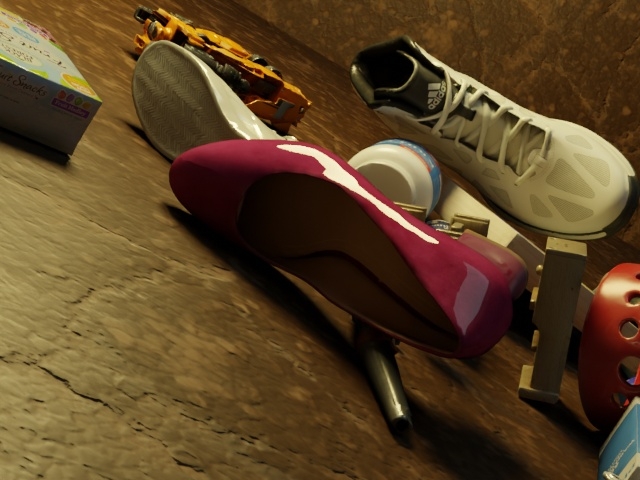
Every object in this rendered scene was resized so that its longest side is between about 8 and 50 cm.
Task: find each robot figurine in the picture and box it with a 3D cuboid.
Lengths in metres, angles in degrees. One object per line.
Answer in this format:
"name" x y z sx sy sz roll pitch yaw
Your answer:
"robot figurine" -0.154 -0.256 1.916 0.291 0.085 0.211 18 18 -48

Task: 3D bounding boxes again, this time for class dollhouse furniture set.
"dollhouse furniture set" 0.155 0.065 1.404 0.242 0.161 0.212 11 9 10

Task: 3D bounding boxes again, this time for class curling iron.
"curling iron" 0.061 0.103 1.162 0.068 0.035 0.274 29 13 -10

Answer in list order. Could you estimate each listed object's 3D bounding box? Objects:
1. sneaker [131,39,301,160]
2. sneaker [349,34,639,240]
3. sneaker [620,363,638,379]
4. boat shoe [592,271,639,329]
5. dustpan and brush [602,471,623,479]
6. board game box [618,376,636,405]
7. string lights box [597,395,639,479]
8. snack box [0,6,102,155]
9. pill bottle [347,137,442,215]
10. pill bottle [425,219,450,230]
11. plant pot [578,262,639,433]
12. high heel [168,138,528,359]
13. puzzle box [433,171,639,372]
"sneaker" -0.091 -0.109 1.486 0.292 0.108 0.169 50 18 28
"sneaker" 0.212 -0.142 1.780 0.447 0.169 0.257 32 9 31
"sneaker" 0.428 0.147 1.773 0.098 0.069 0.038 39 14 30
"boat shoe" 0.479 0.087 1.795 0.109 0.098 0.302 38 -15 -19
"dustpan and brush" 0.274 0.264 0.989 0.147 0.060 0.211 21 17 -41
"board game box" 0.456 0.201 1.457 0.210 0.160 0.047 -122 -167 -64
"string lights box" 0.330 0.236 1.190 0.133 0.076 0.260 33 13 9
"snack box" -0.328 -0.180 1.256 0.174 0.070 0.207 22 17 -37
"pill bottle" 0.090 -0.066 1.672 0.124 0.124 0.221 32 12 4
"pill bottle" 0.151 0.011 1.650 0.067 0.067 0.120 30 13 -5
"plant pot" 0.391 0.126 1.376 0.174 0.191 0.191 6 -5 38
"high heel" 0.000 0.000 1.174 0.377 0.127 0.181 16 21 18
"puzzle box" 0.277 0.019 1.802 0.272 0.052 0.409 36 7 -22
